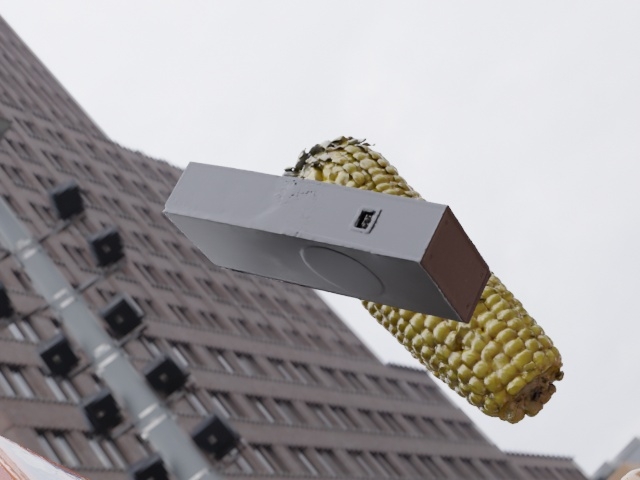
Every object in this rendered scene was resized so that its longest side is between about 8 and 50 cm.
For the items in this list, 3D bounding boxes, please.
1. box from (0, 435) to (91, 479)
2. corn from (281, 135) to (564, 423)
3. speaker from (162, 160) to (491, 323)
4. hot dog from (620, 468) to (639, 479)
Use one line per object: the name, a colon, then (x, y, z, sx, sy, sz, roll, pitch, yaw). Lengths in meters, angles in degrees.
box: (-0.247, 0.401, 0.991, 0.318, 0.349, 0.257, -54, -44, -5)
corn: (0.080, 0.029, 0.979, 0.115, 0.318, 0.115, -28, -32, -20)
speaker: (0.000, 0.000, 0.754, 0.044, 0.218, 0.082, -62, -40, -20)
hot dog: (0.399, 0.317, 1.129, 0.072, 0.269, 0.115, -28, -61, -12)
